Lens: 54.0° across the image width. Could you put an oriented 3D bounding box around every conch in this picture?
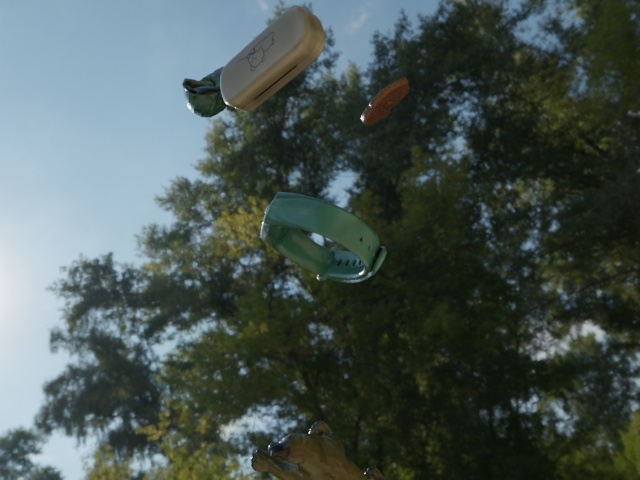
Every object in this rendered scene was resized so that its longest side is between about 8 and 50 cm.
[{"bbox_3d":[-0.302,-0.436,1.870,0.202,0.196,0.134,-12,-50,-8],"label":"conch"}]

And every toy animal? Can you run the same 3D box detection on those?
[{"bbox_3d":[0.012,0.280,0.743,0.218,0.101,0.103,48,-110,-19],"label":"toy animal"}]

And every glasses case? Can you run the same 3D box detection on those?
[{"bbox_3d":[-0.077,-0.273,0.955,0.196,0.083,0.050,-31,-29,34],"label":"glasses case"}]

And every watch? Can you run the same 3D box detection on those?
[{"bbox_3d":[0.000,0.000,1.000,0.195,0.068,0.237,26,-18,-1],"label":"watch"}]

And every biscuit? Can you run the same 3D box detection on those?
[{"bbox_3d":[0.133,-0.286,1.290,0.102,0.019,0.130,-26,-14,-41],"label":"biscuit"}]
